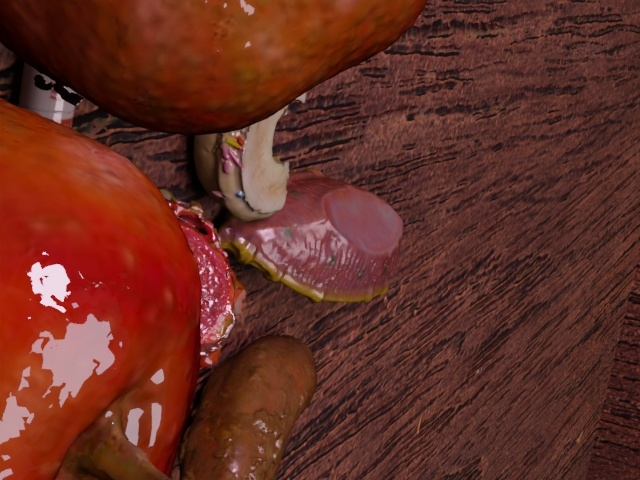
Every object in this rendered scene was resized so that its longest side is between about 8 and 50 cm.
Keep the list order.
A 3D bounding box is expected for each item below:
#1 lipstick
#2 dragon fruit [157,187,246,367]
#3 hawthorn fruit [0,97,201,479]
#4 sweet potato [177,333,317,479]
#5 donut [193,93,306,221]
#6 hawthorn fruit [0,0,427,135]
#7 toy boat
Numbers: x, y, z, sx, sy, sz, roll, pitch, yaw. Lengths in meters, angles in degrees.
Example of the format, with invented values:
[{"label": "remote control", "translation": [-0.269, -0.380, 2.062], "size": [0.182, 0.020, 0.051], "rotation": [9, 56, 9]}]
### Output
[{"label": "lipstick", "translation": [-0.185, -0.101, 0.929], "size": [0.038, 0.038, 0.130], "rotation": [-18, 122, -60]}, {"label": "dragon fruit", "translation": [-0.128, 0.051, 1.056], "size": [0.133, 0.150, 0.207], "rotation": [-26, 144, -18]}, {"label": "hawthorn fruit", "translation": [-0.181, 0.073, 0.722], "size": [0.287, 0.330, 0.287], "rotation": [-26, 126, -42]}, {"label": "sweet potato", "translation": [-0.073, 0.172, 1.258], "size": [0.354, 0.095, 0.106], "rotation": [-61, 168, -54]}, {"label": "donut", "translation": [-0.064, -0.097, 1.149], "size": [0.108, 0.065, 0.166], "rotation": [-9, 116, -62]}, {"label": "hawthorn fruit", "translation": [-0.081, -0.247, 0.769], "size": [0.285, 0.285, 0.369], "rotation": [-42, 130, -47]}, {"label": "toy boat", "translation": [0.006, -0.003, 1.330], "size": [0.318, 0.099, 0.141], "rotation": [5, 61, -64]}]
